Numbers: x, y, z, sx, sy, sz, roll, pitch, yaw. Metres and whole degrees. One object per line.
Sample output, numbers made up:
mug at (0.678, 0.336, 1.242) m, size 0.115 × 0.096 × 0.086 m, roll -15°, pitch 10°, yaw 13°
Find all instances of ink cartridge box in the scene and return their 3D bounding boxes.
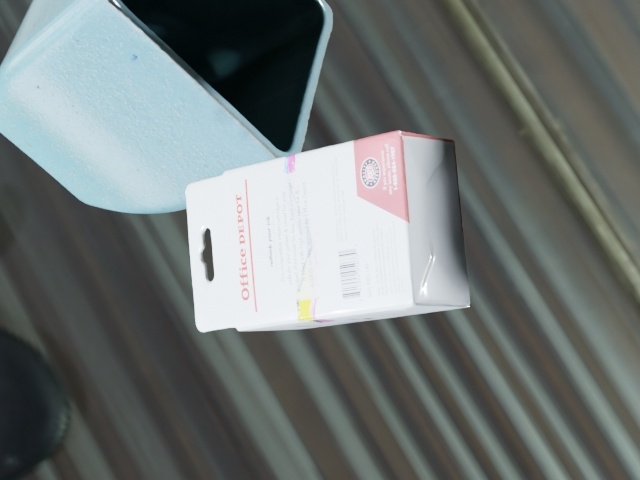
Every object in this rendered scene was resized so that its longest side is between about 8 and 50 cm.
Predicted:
ink cartridge box at (0.000, 0.000, 1.041) m, size 0.198 × 0.115 × 0.067 m, roll -9°, pitch 172°, yaw 39°

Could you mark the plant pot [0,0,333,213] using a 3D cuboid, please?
plant pot at (-0.175, -0.172, 1.451) m, size 0.252 × 0.248 × 0.247 m, roll -27°, pitch -146°, yaw 34°
